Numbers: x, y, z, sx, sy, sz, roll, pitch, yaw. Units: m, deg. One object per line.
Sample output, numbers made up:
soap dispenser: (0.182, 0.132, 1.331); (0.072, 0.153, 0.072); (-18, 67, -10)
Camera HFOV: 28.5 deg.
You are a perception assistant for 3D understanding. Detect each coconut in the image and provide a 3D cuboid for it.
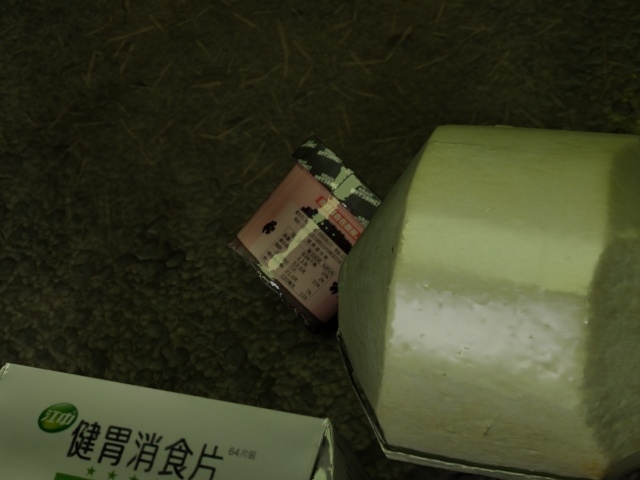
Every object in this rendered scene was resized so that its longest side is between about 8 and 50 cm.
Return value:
coconut: (0.156, 0.047, 1.016); (0.323, 0.323, 0.323); (-8, 60, 14)

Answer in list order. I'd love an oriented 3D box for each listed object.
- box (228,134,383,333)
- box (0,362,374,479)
box: (0.000, 0.000, 1.179); (0.135, 0.151, 0.151); (-46, 58, -1)
box: (-0.125, 0.223, 1.075); (0.333, 0.173, 0.145); (7, 65, 21)
